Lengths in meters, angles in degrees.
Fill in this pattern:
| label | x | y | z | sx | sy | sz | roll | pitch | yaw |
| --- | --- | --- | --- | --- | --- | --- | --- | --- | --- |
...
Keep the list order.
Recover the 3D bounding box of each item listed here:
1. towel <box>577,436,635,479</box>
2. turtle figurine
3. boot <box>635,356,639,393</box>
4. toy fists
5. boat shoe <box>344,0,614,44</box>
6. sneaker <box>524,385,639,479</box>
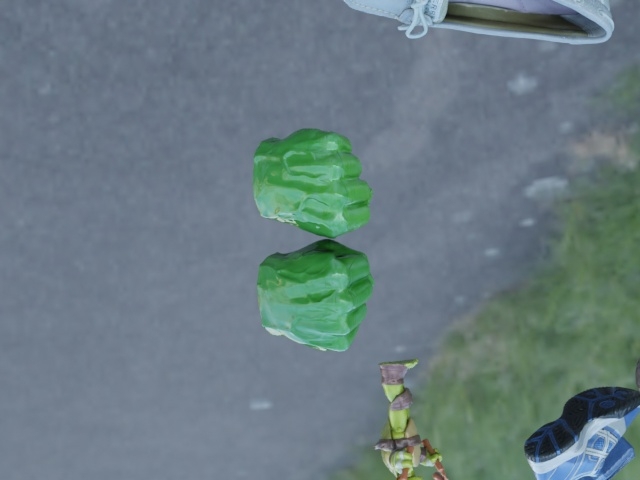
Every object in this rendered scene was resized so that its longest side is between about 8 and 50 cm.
| label | x | y | z | sx | sy | sz | roll | pitch | yaw |
| --- | --- | --- | --- | --- | --- | --- | --- | --- | --- |
| towel | 0.382 | 0.316 | 2.117 | 0.119 | 0.067 | 0.029 | -43 | 155 | 2 |
| turtle figurine | 0.123 | 0.285 | 2.199 | 0.087 | 0.217 | 0.269 | -8 | 175 | 16 |
| boot | 0.281 | 0.158 | 1.249 | 0.037 | 0.106 | 0.114 | -4 | 123 | 26 |
| toy fists | 0.000 | 0.000 | 1.850 | 0.142 | 0.279 | 0.096 | 8 | -167 | 44 |
| boat shoe | 0.170 | -0.277 | 1.666 | 0.320 | 0.103 | 0.118 | 5 | 141 | -13 |
| sneaker | 0.349 | 0.260 | 1.971 | 0.211 | 0.081 | 0.080 | -28 | -156 | -30 |
